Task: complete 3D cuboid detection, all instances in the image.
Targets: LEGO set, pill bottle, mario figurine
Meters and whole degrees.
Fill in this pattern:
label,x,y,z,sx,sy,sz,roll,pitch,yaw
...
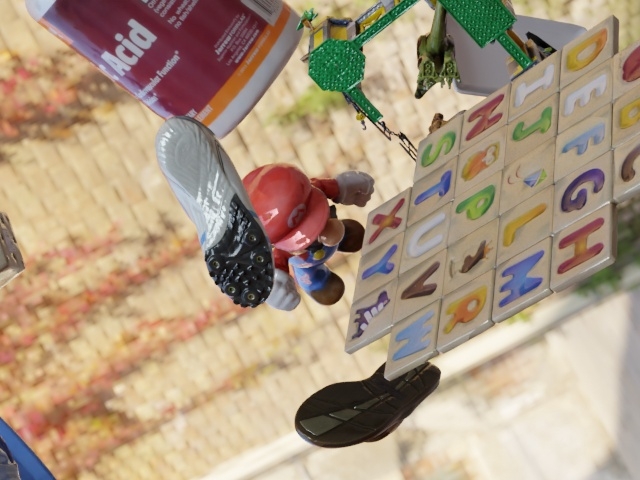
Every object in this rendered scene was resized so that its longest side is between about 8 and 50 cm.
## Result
label,x,y,z,sx,sy,sz,roll,pitch,yaw
LEGO set,0.143,-0.200,1.657,0.331,0.255,0.192,36,-156,-19
pill bottle,-0.235,-0.319,1.945,0.392,0.224,0.224,37,-173,-15
mario figurine,0.000,0.000,2.044,0.320,0.170,0.198,44,-150,-69

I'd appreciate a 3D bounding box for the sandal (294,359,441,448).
label,x,y,z,sx,sy,sz,roll,pitch,yaw
sandal,0.058,0.198,1.780,0.090,0.219,0.060,31,127,27

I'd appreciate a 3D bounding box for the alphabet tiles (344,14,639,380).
label,x,y,z,sx,sy,sz,roll,pitch,yaw
alphabet tiles,0.149,-0.038,1.229,0.011,0.342,0.285,38,-140,-24

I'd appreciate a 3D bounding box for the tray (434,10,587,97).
label,x,y,z,sx,sy,sz,roll,pitch,yaw
tray,0.274,-0.246,2.085,0.030,0.270,0.145,-44,51,49

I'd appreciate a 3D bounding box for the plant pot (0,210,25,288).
label,x,y,z,sx,sy,sz,roll,pitch,yaw
plant pot,-0.412,0.014,1.783,0.109,0.096,0.109,38,-149,-82

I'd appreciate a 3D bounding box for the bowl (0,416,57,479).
label,x,y,z,sx,sy,sz,roll,pitch,yaw
bowl,-0.444,0.379,2.226,0.391,0.077,0.391,41,157,22

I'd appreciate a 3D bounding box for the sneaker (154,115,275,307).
label,x,y,z,sx,sy,sz,roll,pitch,yaw
sneaker,-0.114,-0.036,1.734,0.237,0.085,0.086,65,-167,-2

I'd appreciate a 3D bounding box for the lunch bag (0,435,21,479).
label,x,y,z,sx,sy,sz,roll,pitch,yaw
lunch bag,-0.396,0.329,1.473,0.115,0.243,0.303,26,-136,-74
